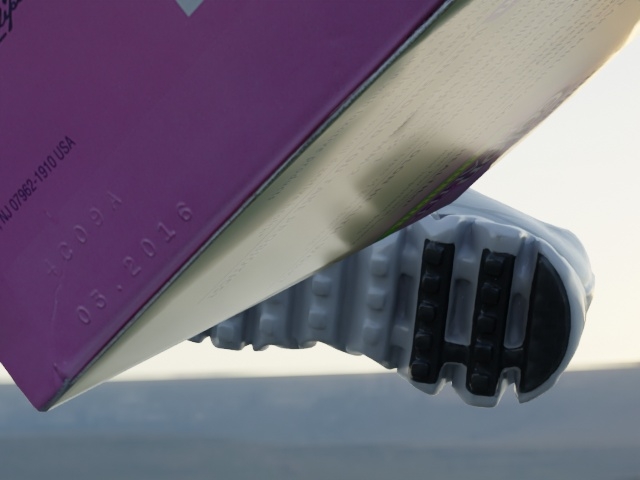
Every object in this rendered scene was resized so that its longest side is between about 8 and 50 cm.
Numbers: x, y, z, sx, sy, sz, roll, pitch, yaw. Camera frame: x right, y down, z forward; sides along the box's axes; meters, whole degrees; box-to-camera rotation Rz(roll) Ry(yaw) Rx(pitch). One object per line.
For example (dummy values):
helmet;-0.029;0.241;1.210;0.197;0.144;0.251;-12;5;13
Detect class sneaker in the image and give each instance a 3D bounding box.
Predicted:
sneaker;0.000;0.000;0.995;0.292;0.110;0.118;18;22;16

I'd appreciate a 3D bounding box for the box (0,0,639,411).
box;0.015;-0.087;0.576;0.213;0.117;0.243;-44;-11;35
